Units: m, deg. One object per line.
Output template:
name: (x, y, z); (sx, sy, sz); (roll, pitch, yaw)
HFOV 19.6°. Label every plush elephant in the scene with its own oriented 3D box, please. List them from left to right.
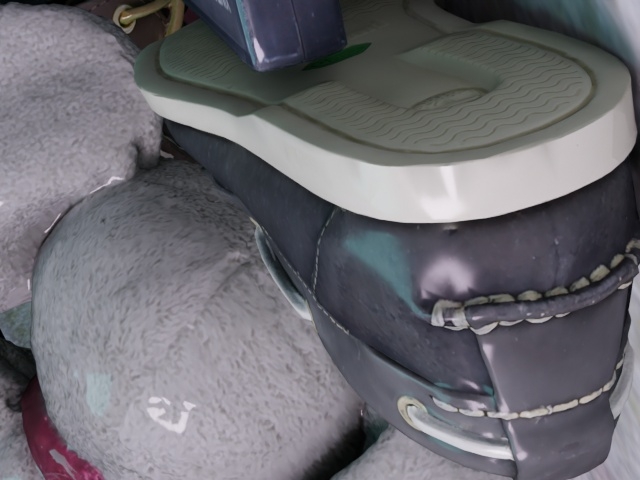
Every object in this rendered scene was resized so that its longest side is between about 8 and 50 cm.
plush elephant: (-0.061, 0.067, 0.644); (0.272, 0.255, 0.330); (48, -167, 8)

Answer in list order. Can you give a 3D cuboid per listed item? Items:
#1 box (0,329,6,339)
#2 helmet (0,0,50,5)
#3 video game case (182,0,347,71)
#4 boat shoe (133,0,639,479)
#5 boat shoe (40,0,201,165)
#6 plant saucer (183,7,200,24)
box: (-0.279, 0.245, 1.394); (0.143, 0.191, 0.381); (77, 169, -51)
helmet: (-0.114, -0.164, 0.619); (0.169, 0.169, 0.161); (-120, 24, -50)
video game case: (-0.054, -0.188, 0.431); (0.196, 0.026, 0.274); (-129, 24, -71)
boat shoe: (0.010, -0.016, 0.439); (0.233, 0.084, 0.079); (-132, 22, -67)
boat shoe: (-0.115, -0.091, 0.755); (0.324, 0.097, 0.116); (31, -146, -20)
plant saucer: (-0.165, -0.159, 0.941); (0.332, 0.084, 0.332); (33, 158, 15)
